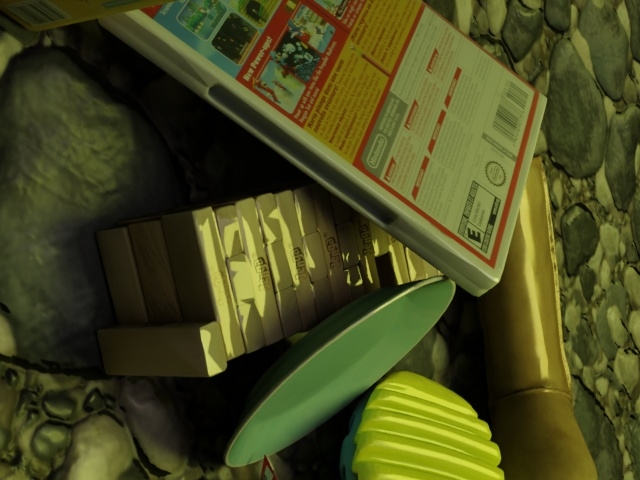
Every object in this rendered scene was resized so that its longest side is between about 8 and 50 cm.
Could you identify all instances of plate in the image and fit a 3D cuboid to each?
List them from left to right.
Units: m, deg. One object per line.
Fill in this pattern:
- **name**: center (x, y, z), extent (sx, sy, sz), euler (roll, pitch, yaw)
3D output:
- **plate**: center (0.008, 0.079, 0.743), extent (0.188, 0.188, 0.024), euler (-18, 62, -49)

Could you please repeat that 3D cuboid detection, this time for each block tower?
- **block tower**: center (0.000, 0.000, 0.782), extent (0.335, 0.091, 0.097), euler (-21, 101, -49)

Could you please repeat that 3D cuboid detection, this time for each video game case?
- **video game case**: center (0.019, -0.114, 0.746), extent (0.285, 0.025, 0.204), euler (36, 44, -12)

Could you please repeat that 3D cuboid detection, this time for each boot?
- **boot**: center (0.159, 0.069, 0.920), extent (0.236, 0.089, 0.269), euler (-63, 147, -86)

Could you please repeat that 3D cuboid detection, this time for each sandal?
- **sandal**: center (0.046, 0.229, 0.794), extent (0.126, 0.138, 0.317), euler (27, 43, -15)

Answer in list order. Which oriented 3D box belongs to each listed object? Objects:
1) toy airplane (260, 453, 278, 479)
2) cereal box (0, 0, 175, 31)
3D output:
- **toy airplane**: center (-0.036, 0.218, 0.754), extent (0.151, 0.028, 0.151), euler (-10, 102, -50)
- **cereal box**: center (-0.088, -0.240, 0.639), extent (0.047, 0.173, 0.240), euler (32, 61, -48)
